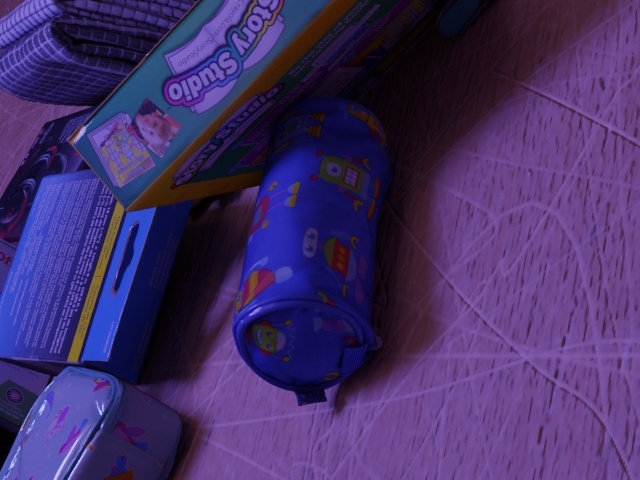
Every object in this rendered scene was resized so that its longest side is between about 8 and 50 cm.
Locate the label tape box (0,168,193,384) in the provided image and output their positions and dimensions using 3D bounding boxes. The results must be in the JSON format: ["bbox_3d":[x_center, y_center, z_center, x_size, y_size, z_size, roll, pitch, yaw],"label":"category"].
[{"bbox_3d":[-0.246,0.040,1.669,0.334,0.106,0.240,-2,67,54],"label":"label tape box"}]

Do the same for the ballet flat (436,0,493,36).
[{"bbox_3d":[0.161,-0.255,1.458,0.114,0.041,0.041,-44,28,20],"label":"ballet flat"}]

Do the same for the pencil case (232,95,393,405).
[{"bbox_3d":[0.000,0.000,1.331,0.306,0.133,0.119,-83,13,-46],"label":"pencil case"}]

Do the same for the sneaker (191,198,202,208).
[{"bbox_3d":[-0.165,-0.094,1.791,0.126,0.091,0.240,-47,19,-28],"label":"sneaker"}]

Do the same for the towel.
[{"bbox_3d":[-0.277,-0.246,1.939,0.235,0.284,0.121,-17,68,57],"label":"towel"}]

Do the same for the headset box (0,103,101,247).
[{"bbox_3d":[-0.335,-0.067,1.993,0.293,0.110,0.218,-5,54,58],"label":"headset box"}]

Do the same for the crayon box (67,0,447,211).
[{"bbox_3d":[-0.033,-0.193,1.441,0.363,0.106,0.313,-43,-11,22],"label":"crayon box"}]

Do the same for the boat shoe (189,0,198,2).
[{"bbox_3d":[-0.213,-0.345,2.156,0.254,0.079,0.095,-27,39,48],"label":"boat shoe"}]

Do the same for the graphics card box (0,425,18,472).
[{"bbox_3d":[-0.543,0.251,1.828,0.371,0.233,0.094,-13,47,55],"label":"graphics card box"}]

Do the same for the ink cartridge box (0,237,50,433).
[{"bbox_3d":[-0.418,0.123,1.855,0.093,0.154,0.212,-22,42,51],"label":"ink cartridge box"}]

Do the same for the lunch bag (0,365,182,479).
[{"bbox_3d":[-0.272,0.269,1.485,0.224,0.108,0.279,5,64,61],"label":"lunch bag"}]
